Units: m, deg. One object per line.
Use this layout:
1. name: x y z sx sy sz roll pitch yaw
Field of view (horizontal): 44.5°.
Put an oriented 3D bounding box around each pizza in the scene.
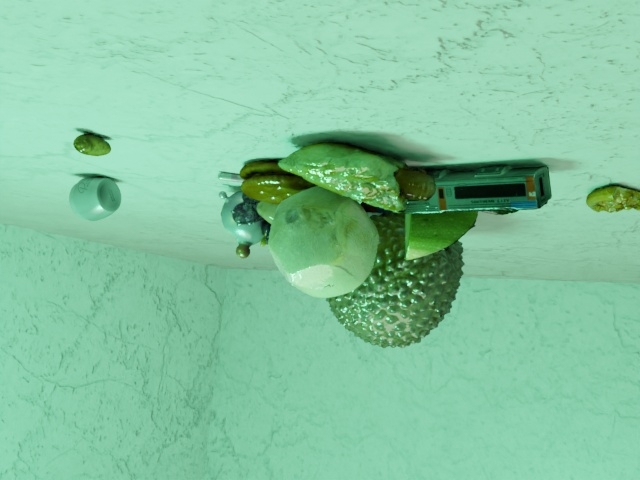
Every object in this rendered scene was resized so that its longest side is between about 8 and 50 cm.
1. pizza: 0.631 -0.084 1.660 0.130 0.041 0.178 4 173 -4

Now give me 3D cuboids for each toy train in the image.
1. toy train: 0.261 -0.103 1.600 0.409 0.089 0.086 1 -163 37

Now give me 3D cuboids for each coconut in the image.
1. coconut: 0.002 0.001 1.632 0.227 0.227 0.230 1 159 31

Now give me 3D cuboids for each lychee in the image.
1. lychee: 0.200 0.092 2.119 0.380 0.380 0.432 9 150 -26

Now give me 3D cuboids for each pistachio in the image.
1. pistachio: -0.066 -0.078 1.943 0.184 0.125 0.124 12 172 -10

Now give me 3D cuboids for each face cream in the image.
1. face cream: -0.596 -0.112 2.069 0.104 0.117 0.117 -10 166 31

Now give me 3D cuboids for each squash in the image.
1. squash: 0.249 -0.069 1.725 0.184 0.192 0.085 -23 129 25

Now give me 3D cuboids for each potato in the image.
1. potato: -0.470 -0.197 1.603 0.045 0.047 0.092 -17 172 29

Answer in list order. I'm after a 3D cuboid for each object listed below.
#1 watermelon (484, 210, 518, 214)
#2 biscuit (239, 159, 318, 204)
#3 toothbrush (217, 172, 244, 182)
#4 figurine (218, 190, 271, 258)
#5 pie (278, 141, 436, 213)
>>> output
1. watermelon: 0.365 -0.091 1.670 0.181 0.075 0.092 5 176 -6
2. biscuit: -0.072 -0.129 1.749 0.220 0.066 0.220 2 171 0
3. toothbrush: -0.104 -0.136 1.881 0.286 0.020 0.025 8 140 -12
4. figurine: -0.141 -0.028 2.024 0.274 0.194 0.133 45 156 17
5. pie: 0.061 -0.127 1.528 0.274 0.106 0.257 13 178 -44
